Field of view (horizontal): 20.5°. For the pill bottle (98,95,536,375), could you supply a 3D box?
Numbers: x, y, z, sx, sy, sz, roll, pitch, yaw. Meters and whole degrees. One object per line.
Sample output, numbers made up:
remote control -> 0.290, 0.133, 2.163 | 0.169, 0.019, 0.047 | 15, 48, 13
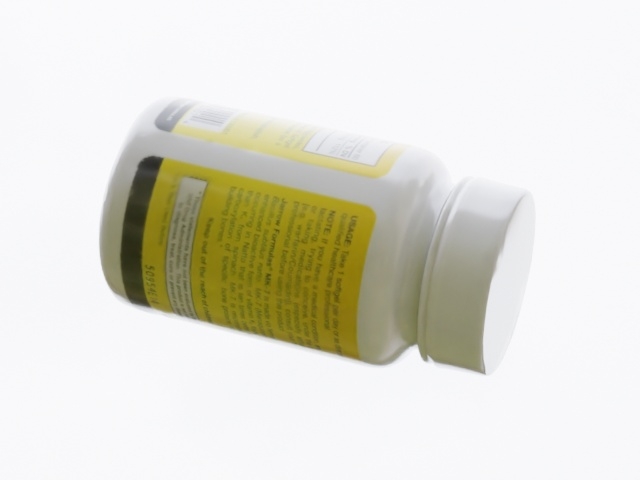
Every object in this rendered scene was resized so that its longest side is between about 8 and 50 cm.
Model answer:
pill bottle -> 0.000, 0.000, 0.932 | 0.208, 0.119, 0.119 | 13, -37, 17
